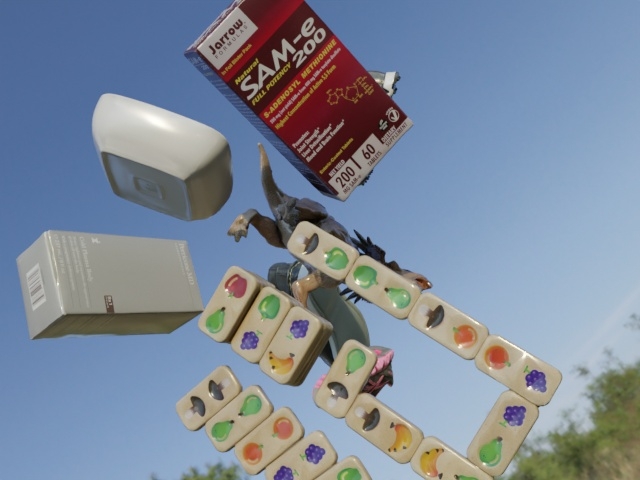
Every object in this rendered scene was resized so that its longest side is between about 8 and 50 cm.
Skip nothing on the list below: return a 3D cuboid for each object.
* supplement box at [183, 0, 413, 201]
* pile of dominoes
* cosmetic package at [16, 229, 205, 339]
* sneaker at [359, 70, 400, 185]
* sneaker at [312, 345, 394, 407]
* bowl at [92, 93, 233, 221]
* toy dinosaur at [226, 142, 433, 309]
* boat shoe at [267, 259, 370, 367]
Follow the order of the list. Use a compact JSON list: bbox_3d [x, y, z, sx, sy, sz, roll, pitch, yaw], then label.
[{"bbox_3d":[-0.022,-0.172,0.849,0.239,0.073,0.130,43,-96,-21],"label":"supplement box"},{"bbox_3d":[0.016,0.113,0.550,0.196,0.251,0.040,-60,-23,1],"label":"pile of dominoes"},{"bbox_3d":[-0.295,0.066,1.063,0.238,0.127,0.107,1,-26,-48],"label":"cosmetic package"},{"bbox_3d":[0.076,-0.223,1.445,0.078,0.106,0.234,-64,-11,-69],"label":"sneaker"},{"bbox_3d":[0.041,0.163,0.822,0.119,0.047,0.057,-24,-67,-38],"label":"sneaker"},{"bbox_3d":[-0.162,-0.073,0.743,0.142,0.142,0.053,102,-171,-63],"label":"bowl"},{"bbox_3d":[0.000,0.000,1.047,0.127,0.295,0.200,-43,-10,29],"label":"toy dinosaur"},{"bbox_3d":[0.003,0.140,1.309,0.114,0.091,0.302,-59,-42,-38],"label":"boat shoe"}]
